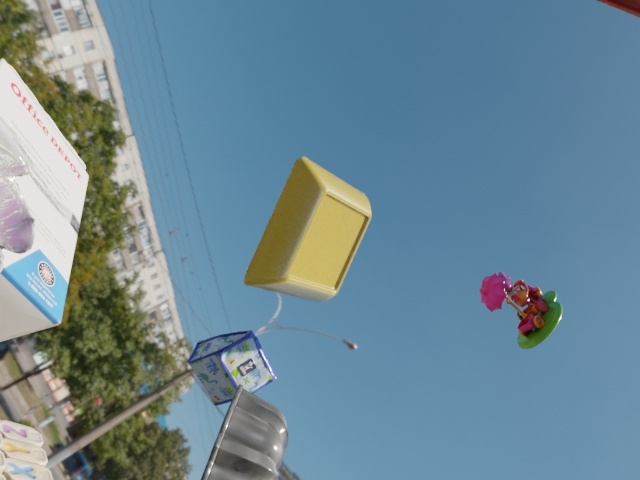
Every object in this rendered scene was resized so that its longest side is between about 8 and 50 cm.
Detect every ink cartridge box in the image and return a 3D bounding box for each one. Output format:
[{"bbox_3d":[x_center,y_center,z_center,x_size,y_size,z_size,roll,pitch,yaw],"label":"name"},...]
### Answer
[{"bbox_3d":[-0.552,-0.071,0.911,0.394,0.166,0.285,-104,176,-45],"label":"ink cartridge box"}]

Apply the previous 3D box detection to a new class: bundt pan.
[{"bbox_3d":[-0.150,0.441,0.993,0.124,0.330,0.330,20,-36,-1],"label":"bundt pan"}]

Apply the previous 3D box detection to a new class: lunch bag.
[{"bbox_3d":[-0.186,0.270,1.179,0.096,0.151,0.128,-82,149,-67],"label":"lunch bag"}]

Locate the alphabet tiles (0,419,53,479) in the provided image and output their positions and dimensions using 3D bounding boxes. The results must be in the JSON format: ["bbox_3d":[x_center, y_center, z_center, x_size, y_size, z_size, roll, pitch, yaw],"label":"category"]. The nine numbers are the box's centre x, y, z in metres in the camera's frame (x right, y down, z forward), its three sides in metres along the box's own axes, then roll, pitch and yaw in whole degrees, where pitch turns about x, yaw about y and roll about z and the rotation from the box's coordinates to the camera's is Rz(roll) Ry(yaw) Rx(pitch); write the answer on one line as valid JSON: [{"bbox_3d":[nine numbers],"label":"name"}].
[{"bbox_3d":[-0.496,0.253,0.727,0.278,0.021,0.284,34,-8,-34],"label":"alphabet tiles"}]

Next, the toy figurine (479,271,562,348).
[{"bbox_3d":[0.432,0.126,1.216,0.159,0.173,0.130,38,-42,-1],"label":"toy figurine"}]

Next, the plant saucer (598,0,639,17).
[{"bbox_3d":[0.384,-0.449,0.688,0.258,0.048,0.259,39,-41,26],"label":"plant saucer"}]

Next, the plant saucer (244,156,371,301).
[{"bbox_3d":[0.000,0.000,1.374,0.081,0.333,0.332,25,-89,35],"label":"plant saucer"}]

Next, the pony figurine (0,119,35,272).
[{"bbox_3d":[-0.337,-0.095,0.213,0.363,0.303,0.350,-125,-158,-73],"label":"pony figurine"}]
